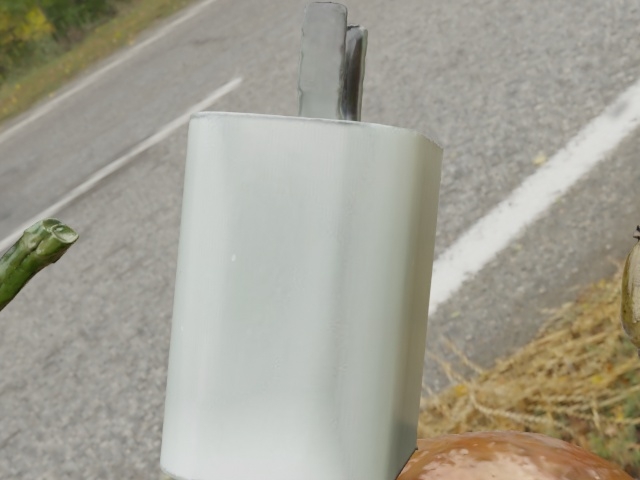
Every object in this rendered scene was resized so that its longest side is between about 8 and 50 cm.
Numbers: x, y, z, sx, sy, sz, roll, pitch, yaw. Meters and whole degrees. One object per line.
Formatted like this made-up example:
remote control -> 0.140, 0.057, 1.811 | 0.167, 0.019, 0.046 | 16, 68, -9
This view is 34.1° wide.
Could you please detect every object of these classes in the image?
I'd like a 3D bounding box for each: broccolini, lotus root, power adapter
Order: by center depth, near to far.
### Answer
power adapter -> 0.000, 0.000, 0.586 | 0.124, 0.255, 0.187 | 6, 1, 12
broccolini -> -0.251, 0.062, 0.664 | 0.254, 0.058, 0.071 | -44, 52, 24
lotus root -> 0.328, 0.060, 1.028 | 0.063, 0.151, 0.072 | 0, 6, 15

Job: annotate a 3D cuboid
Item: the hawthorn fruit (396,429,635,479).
hawthorn fruit -> 0.057, 0.340, 0.727 | 0.472, 0.471, 0.471 | -23, 24, 11
